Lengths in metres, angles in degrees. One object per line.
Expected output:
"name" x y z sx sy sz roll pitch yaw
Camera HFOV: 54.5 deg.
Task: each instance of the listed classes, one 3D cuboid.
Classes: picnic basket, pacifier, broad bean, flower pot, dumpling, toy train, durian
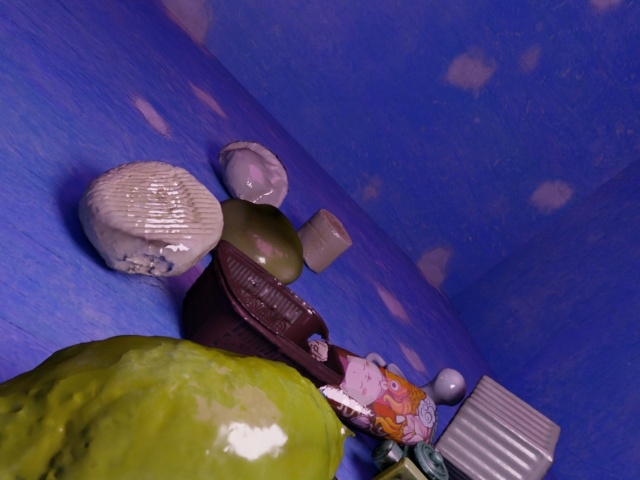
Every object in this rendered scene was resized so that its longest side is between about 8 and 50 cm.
"picnic basket" -0.108 0.149 1.047 0.297 0.129 0.222 43 13 -34
"pacifier" 0.210 0.339 1.370 0.287 0.226 0.238 31 38 -64
"broad bean" -0.137 0.000 1.355 0.238 0.119 0.291 39 17 -8
"flower pot" 0.339 0.417 1.247 0.190 0.209 0.239 35 -33 17
"dumpling" -0.174 -0.172 1.669 0.247 0.173 0.142 62 -15 21
"toy train" 0.209 0.521 1.073 0.369 0.150 0.237 48 19 -2
"durian" -0.142 0.190 0.537 0.255 0.340 0.204 81 -17 -51

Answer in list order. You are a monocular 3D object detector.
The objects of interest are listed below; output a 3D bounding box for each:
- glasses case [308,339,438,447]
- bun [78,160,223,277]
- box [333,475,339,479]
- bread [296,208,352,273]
"glasses case" 0.085 0.300 1.193 0.321 0.082 0.122 28 54 -11
"bun" -0.269 -0.024 0.966 0.221 0.134 0.220 17 40 -14
"box" 0.013 0.414 0.920 0.279 0.041 0.153 52 11 8
"bread" 0.000 0.000 1.826 0.134 0.141 0.148 37 17 -35
